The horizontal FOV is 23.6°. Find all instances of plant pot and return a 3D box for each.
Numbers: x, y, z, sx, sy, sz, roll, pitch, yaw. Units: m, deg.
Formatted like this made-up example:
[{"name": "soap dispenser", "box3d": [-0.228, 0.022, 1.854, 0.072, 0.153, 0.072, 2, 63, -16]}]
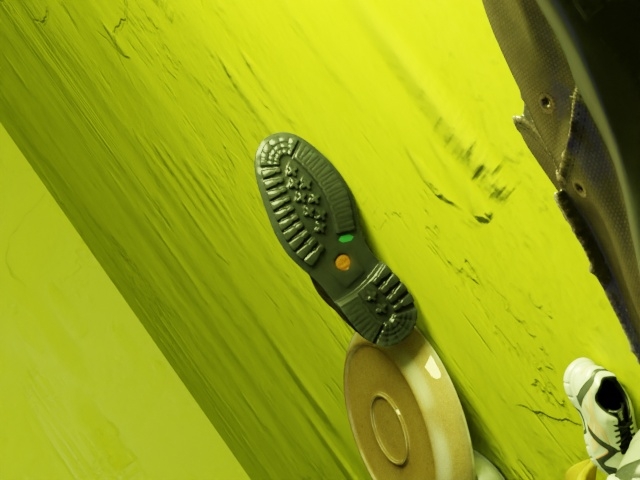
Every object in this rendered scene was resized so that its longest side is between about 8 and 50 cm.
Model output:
[{"name": "plant pot", "box3d": [0.080, 0.187, 1.547, 0.236, 0.032, 0.236, 46, 145, 47]}]

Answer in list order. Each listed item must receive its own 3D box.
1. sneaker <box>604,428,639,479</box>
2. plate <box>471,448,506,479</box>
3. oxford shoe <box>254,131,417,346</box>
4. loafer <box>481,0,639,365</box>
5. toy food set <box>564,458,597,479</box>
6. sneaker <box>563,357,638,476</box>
[{"name": "sneaker", "box3d": [0.255, 0.185, 1.060, 0.100, 0.108, 0.271, 29, 170, 23]}, {"name": "plate", "box3d": [0.159, 0.294, 1.637, 0.277, 0.045, 0.278, 28, 149, 61]}, {"name": "oxford shoe", "box3d": [0.000, 0.000, 1.457, 0.227, 0.083, 0.096, 61, 168, -12]}, {"name": "loafer", "box3d": [0.174, -0.054, 0.767, 0.365, 0.134, 0.130, 69, 167, -8]}, {"name": "toy food set", "box3d": [0.258, 0.268, 1.268, 0.128, 0.071, 0.218, -105, -2, -50]}, {"name": "sneaker", "box3d": [0.219, 0.140, 1.153, 0.109, 0.040, 0.044, 60, 162, -17]}]
